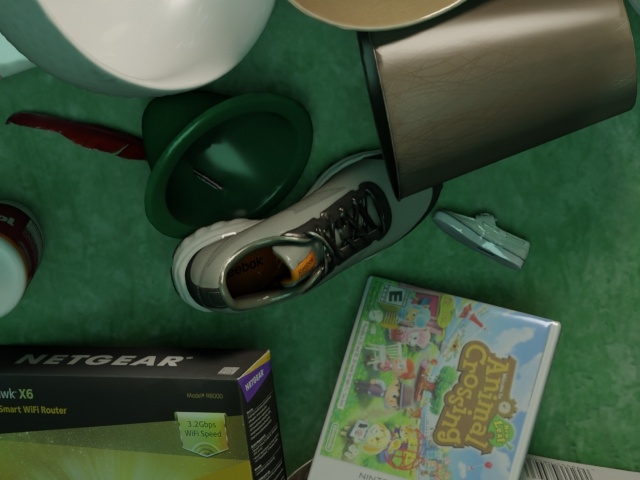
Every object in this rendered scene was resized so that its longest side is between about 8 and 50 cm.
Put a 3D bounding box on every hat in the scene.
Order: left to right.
[{"bbox_3d":[-0.138,-0.119,1.680,0.208,0.183,0.173,1,128,-45],"label":"hat"}]

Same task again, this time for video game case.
[{"bbox_3d":[0.107,0.155,1.686,0.193,0.023,0.212,14,78,16],"label":"video game case"}]

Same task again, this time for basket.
[{"bbox_3d":[0.158,-0.158,1.608,0.227,0.154,0.204,-13,81,-2],"label":"basket"}]

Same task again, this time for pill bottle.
[{"bbox_3d":[-0.303,0.013,1.654,0.086,0.152,0.086,0,106,0],"label":"pill bottle"}]

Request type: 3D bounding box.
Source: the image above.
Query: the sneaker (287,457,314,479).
[{"bbox_3d":[0.098,0.215,1.760,0.290,0.106,0.123,-33,135,3],"label":"sneaker"}]

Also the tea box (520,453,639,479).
[{"bbox_3d":[0.313,0.410,1.739,0.329,0.220,0.323,10,106,-3],"label":"tea box"}]

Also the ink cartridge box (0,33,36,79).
[{"bbox_3d":[-0.323,-0.210,1.626,0.231,0.078,0.134,-18,105,5],"label":"ink cartridge box"}]

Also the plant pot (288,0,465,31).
[{"bbox_3d":[0.037,-0.345,1.504,0.284,0.191,0.284,-16,132,-19],"label":"plant pot"}]

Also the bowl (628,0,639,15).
[{"bbox_3d":[0.286,-0.259,1.587,0.053,0.142,0.142,-31,104,27],"label":"bowl"}]

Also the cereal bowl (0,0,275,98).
[{"bbox_3d":[-0.189,-0.281,1.506,0.141,0.339,0.339,-7,110,39],"label":"cereal bowl"}]

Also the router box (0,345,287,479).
[{"bbox_3d":[-0.185,0.226,1.703,0.309,0.081,0.242,-1,107,22],"label":"router box"}]

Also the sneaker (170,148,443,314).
[{"bbox_3d":[0.000,0.000,1.654,0.272,0.108,0.100,-27,111,-15],"label":"sneaker"}]

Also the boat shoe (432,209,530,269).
[{"bbox_3d":[0.156,-0.009,1.714,0.100,0.035,0.035,28,77,-4],"label":"boat shoe"}]
